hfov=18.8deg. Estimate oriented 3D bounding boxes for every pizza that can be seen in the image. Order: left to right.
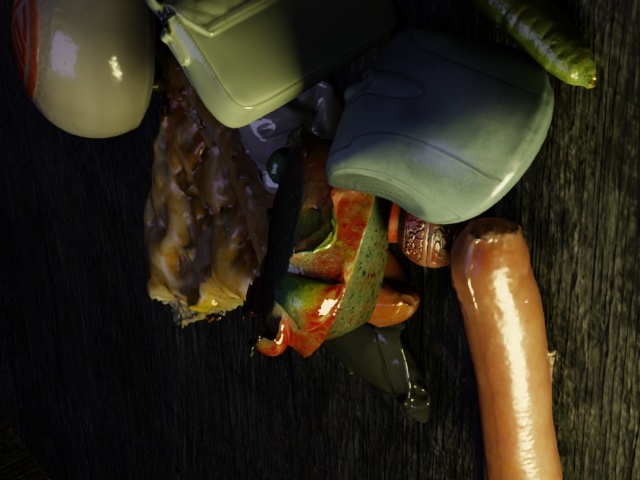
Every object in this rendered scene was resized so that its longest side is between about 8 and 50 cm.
[{"bbox_3d":[-0.148,-0.089,2.506,0.435,0.080,0.392,-13,84,59],"label":"pizza"}]

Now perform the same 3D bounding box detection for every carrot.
[{"bbox_3d":[0.151,-0.270,1.852,0.358,0.074,0.074,52,151,24],"label":"carrot"}]

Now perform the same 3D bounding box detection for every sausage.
[{"bbox_3d":[0.053,0.040,2.288,0.179,0.089,0.089,51,152,41],"label":"sausage"},{"bbox_3d":[0.204,0.161,2.079,0.094,0.094,0.419,34,140,56],"label":"sausage"}]

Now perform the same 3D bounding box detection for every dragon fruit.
[{"bbox_3d":[0.000,0.000,2.158,0.295,0.130,0.268,-90,15,-44],"label":"dragon fruit"}]

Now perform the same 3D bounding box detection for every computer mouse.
[{"bbox_3d":[0.094,-0.127,1.921,0.122,0.188,0.371,33,173,-21],"label":"computer mouse"}]

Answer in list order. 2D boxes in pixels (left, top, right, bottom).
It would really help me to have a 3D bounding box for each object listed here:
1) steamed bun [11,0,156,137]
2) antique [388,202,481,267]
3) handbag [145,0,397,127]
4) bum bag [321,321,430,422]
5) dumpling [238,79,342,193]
[{"bbox_3d":[-0.321,-0.276,2.574,0.283,0.177,0.283,179,90,-76],"label":"steamed bun"},{"bbox_3d":[0.125,-0.019,2.081,0.104,0.104,0.104,45,148,39],"label":"antique"},{"bbox_3d":[-0.062,-0.259,2.063,0.219,0.256,0.079,58,154,3],"label":"handbag"},{"bbox_3d":[0.038,0.108,2.397,0.326,0.080,0.142,34,148,45],"label":"bum bag"},{"bbox_3d":[-0.034,-0.146,2.298,0.127,0.108,0.188,-10,83,41],"label":"dumpling"}]
